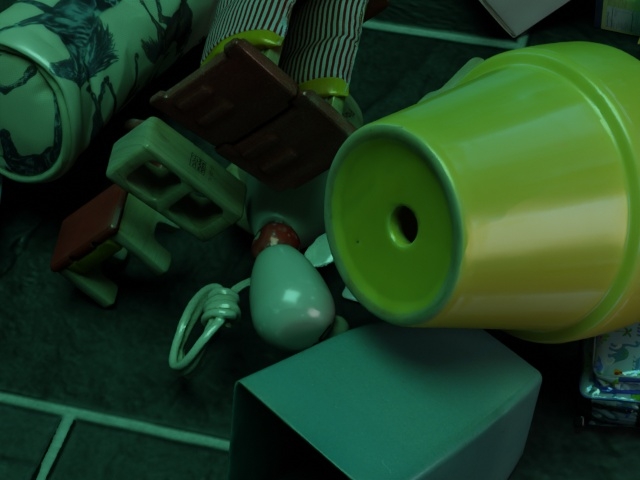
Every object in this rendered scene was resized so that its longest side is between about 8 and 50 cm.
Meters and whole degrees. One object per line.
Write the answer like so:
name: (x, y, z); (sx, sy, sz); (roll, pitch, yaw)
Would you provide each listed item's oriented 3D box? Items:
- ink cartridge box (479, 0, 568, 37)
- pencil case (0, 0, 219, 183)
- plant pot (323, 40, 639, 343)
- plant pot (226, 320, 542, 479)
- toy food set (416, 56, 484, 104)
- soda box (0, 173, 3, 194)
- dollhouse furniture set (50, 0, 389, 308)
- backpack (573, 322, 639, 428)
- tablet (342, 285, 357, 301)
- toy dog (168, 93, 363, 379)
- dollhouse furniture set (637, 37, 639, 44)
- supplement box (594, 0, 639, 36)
ink cartridge box: (0.225, -0.355, 1.810); (0.154, 0.093, 0.212); (-34, 45, 17)
pencil case: (-0.217, -0.220, 1.679); (0.160, 0.183, 0.410); (40, 47, 1)
plant pot: (0.144, -0.028, 1.329); (0.239, 0.254, 0.254); (-12, 44, -40)
plant pot: (0.065, 0.169, 1.352); (0.234, 0.165, 0.166); (-28, 51, -34)
toy food set: (0.209, -0.125, 1.689); (0.192, 0.038, 0.132); (23, 47, 29)
soda box: (-0.368, -0.078, 1.647); (0.071, 0.067, 0.210); (-32, 42, 28)
dollhouse furniture set: (-0.123, -0.119, 1.487); (0.374, 0.152, 0.201); (-30, 36, 37)
backpack: (0.287, 0.113, 1.434); (0.114, 0.084, 0.105); (7, 52, 7)
tablet: (0.068, 0.045, 1.563); (0.083, 0.006, 0.054); (14, 51, 17)
toy dog: (0.000, 0.000, 1.515); (0.161, 0.220, 0.333); (29, 51, -22)
dollhouse furniture set: (0.419, -0.220, 1.725); (0.152, 0.076, 0.058); (-5, 48, -1)
supplement box: (0.354, -0.273, 1.789); (0.083, 0.056, 0.083); (15, 51, 16)
